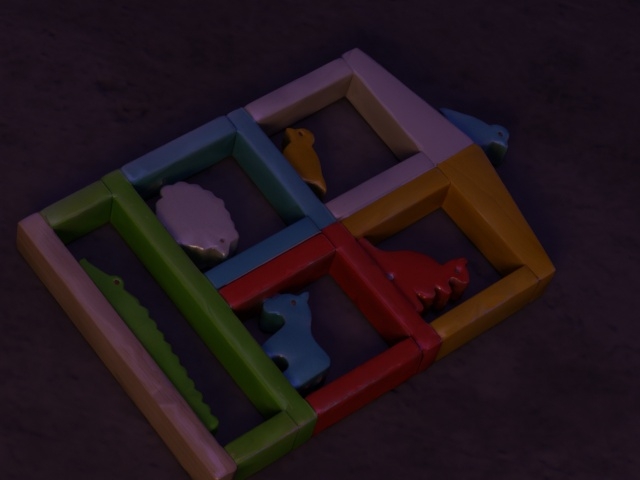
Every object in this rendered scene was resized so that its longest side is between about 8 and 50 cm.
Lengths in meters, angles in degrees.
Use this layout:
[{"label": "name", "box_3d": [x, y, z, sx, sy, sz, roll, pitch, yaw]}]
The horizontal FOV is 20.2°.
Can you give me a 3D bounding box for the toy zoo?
[{"label": "toy zoo", "box_3d": [0.000, 0.000, 1.038, 0.293, 0.030, 0.192, -29, 67, -27]}]
